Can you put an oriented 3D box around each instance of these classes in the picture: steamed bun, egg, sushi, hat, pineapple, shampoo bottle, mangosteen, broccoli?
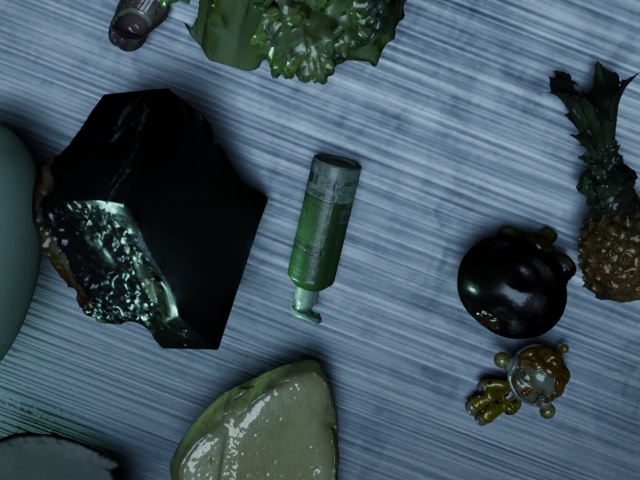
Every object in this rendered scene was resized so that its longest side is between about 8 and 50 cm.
[{"bbox_3d":[-0.086,0.258,1.779,0.212,0.110,0.231,-3,103,-13],"label":"steamed bun"},{"bbox_3d":[-0.453,0.031,1.682,0.230,0.230,0.371,24,99,-2],"label":"egg"},{"bbox_3d":[-0.220,-0.019,1.649,0.212,0.215,0.227,-3,147,32],"label":"sushi"},{"bbox_3d":[-0.219,-0.262,1.685,0.058,0.042,0.087,30,72,-4],"label":"hat"},{"bbox_3d":[0.343,-0.071,1.658,0.119,0.130,0.277,-3,110,36],"label":"pineapple"},{"bbox_3d":[0.000,0.000,1.724,0.065,0.065,0.204,13,106,1],"label":"shampoo bottle"},{"bbox_3d":[0.241,0.044,1.696,0.137,0.137,0.151,43,70,-8],"label":"mangosteen"},{"bbox_3d":[-0.064,-0.331,1.540,0.338,0.277,0.317,-6,125,15],"label":"broccoli"}]

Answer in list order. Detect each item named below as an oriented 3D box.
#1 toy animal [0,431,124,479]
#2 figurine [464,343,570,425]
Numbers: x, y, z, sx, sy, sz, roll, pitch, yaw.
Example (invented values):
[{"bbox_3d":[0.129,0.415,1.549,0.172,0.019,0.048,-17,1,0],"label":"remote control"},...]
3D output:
[{"bbox_3d":[-0.380,0.424,1.794,0.251,0.251,0.310,25,118,-3],"label":"toy animal"},{"bbox_3d":[0.251,0.185,1.760,0.101,0.068,0.143,27,118,1],"label":"figurine"}]
